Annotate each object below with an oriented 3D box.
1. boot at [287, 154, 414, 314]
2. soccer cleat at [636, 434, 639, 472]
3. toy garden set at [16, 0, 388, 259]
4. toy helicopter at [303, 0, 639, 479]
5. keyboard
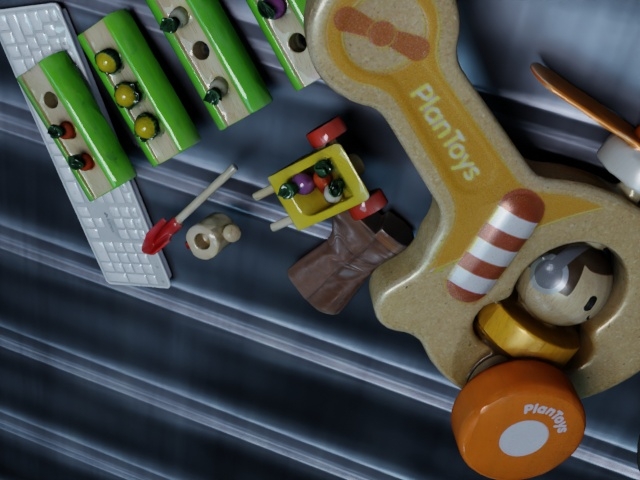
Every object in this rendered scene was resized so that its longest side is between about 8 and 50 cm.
[{"bbox_3d":[0.000,0.000,0.737,0.106,0.037,0.114,42,134,-6],"label":"boot"},{"bbox_3d":[0.365,0.108,0.615,0.143,0.116,0.331,34,134,-23],"label":"soccer cleat"},{"bbox_3d":[-0.087,-0.073,0.676,0.244,0.049,0.204,-24,101,30],"label":"toy garden set"},{"bbox_3d":[0.120,-0.031,0.584,0.235,0.140,0.355,-31,122,13],"label":"toy helicopter"},{"bbox_3d":[-0.190,-0.068,0.784,0.072,0.014,0.256,-2,122,25],"label":"keyboard"}]
